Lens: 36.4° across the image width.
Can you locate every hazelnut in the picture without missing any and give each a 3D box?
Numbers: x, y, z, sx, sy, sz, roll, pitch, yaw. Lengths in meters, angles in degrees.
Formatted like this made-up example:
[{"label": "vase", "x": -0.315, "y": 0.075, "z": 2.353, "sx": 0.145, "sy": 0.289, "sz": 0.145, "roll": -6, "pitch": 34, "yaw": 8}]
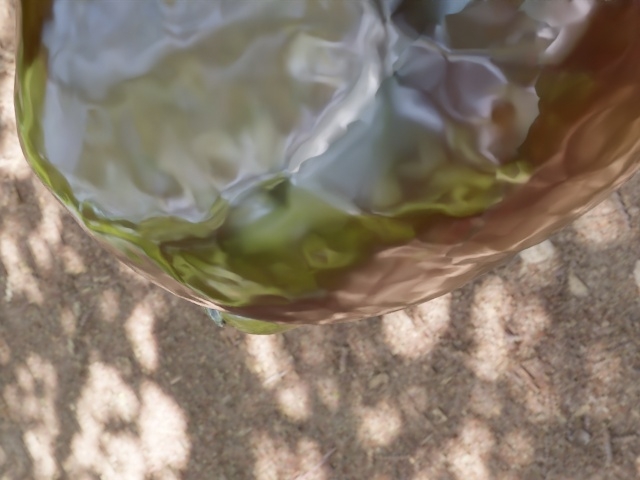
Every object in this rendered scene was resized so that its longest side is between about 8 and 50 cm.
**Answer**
[{"label": "hazelnut", "x": 0.024, "y": -0.157, "z": 0.554, "sx": 0.402, "sy": 0.402, "sz": 0.429, "roll": 49, "pitch": 131, "yaw": 12}]

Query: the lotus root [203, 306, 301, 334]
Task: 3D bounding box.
[{"label": "lotus root", "x": 0.000, "y": 0.000, "z": 0.927, "sx": 0.145, "sy": 0.260, "sz": 0.128, "roll": 49, "pitch": 161, "yaw": 45}]
